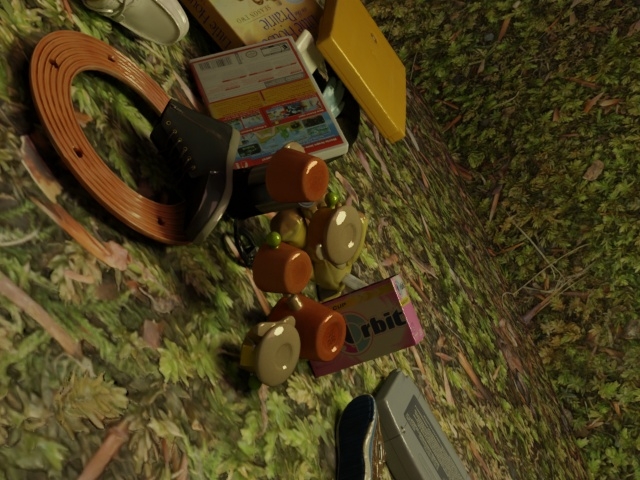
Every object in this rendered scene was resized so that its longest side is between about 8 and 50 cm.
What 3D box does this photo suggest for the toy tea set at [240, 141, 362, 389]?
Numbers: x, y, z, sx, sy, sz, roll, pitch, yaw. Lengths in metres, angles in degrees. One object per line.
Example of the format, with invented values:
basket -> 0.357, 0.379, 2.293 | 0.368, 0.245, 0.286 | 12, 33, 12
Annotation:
toy tea set -> -0.046, 0.033, 0.995 | 0.200, 0.124, 0.336 | 6, 95, -53

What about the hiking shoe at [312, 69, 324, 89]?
hiking shoe -> -0.101, -0.358, 1.560 | 0.304, 0.113, 0.132 | 27, 44, -38

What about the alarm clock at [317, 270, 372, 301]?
alarm clock -> 0.047, 0.117, 1.298 | 0.129, 0.064, 0.192 | 59, 24, 0

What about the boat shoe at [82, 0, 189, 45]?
boat shoe -> -0.325, -0.383, 1.081 | 0.277, 0.098, 0.096 | 34, 32, -32

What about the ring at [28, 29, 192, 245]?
ring -> -0.263, -0.137, 0.973 | 0.336, 0.032, 0.337 | 47, 24, -28

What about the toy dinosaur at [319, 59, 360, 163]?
toy dinosaur -> 0.037, -0.272, 1.555 | 0.160, 0.121, 0.314 | 3, 82, -40

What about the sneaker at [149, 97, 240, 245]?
sneaker -> -0.186, -0.095, 0.967 | 0.118, 0.083, 0.222 | 26, 41, -24

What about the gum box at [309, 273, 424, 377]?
gum box -> 0.055, 0.137, 1.115 | 0.107, 0.188, 0.062 | 68, 21, 3

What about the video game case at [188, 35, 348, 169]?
video game case -> -0.097, -0.241, 1.254 | 0.025, 0.204, 0.285 | 95, -26, -58

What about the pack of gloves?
pack of gloves -> -0.033, -0.261, 1.396 | 0.046, 0.232, 0.195 | 24, -15, 43

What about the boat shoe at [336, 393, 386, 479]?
boat shoe -> 0.064, 0.319, 1.065 | 0.066, 0.066, 0.183 | 53, 31, -30

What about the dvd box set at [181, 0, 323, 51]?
dvd box set -> -0.168, -0.529, 1.460 | 0.420, 0.062, 0.307 | 50, 43, -4

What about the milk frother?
milk frother -> -0.076, -0.044, 1.084 | 0.143, 0.134, 0.129 | 64, 37, -24

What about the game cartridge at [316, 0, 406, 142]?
game cartridge -> 0.096, -0.397, 1.541 | 0.285, 0.052, 0.324 | 48, 31, -30

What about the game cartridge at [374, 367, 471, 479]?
game cartridge -> 0.185, 0.389, 1.251 | 0.297, 0.062, 0.198 | 60, 25, 1

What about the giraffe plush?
giraffe plush -> 0.000, 0.000, 1.228 | 0.210, 0.181, 0.170 | 48, 7, -20
